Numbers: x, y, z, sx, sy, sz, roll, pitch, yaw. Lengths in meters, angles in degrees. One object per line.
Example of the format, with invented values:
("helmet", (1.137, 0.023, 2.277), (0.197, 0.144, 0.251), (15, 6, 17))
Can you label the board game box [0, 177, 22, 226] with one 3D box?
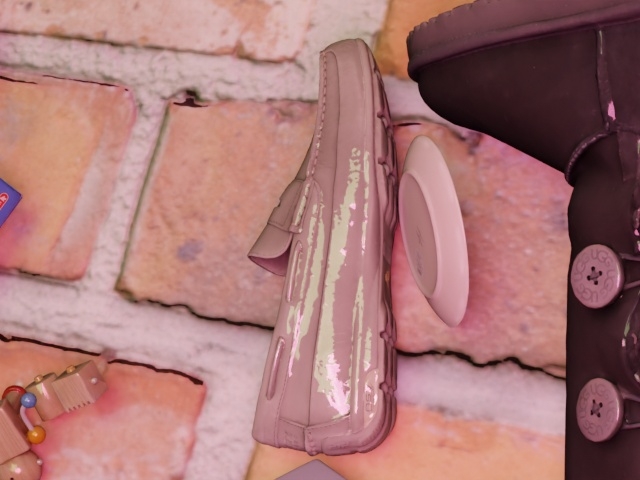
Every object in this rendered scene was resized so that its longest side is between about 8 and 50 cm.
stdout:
("board game box", (-0.428, 0.029, 1.178), (0.078, 0.233, 0.347), (3, 55, 56))

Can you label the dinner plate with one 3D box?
("dinner plate", (0.077, -0.006, 1.100), (0.017, 0.141, 0.141), (-11, 66, -10))

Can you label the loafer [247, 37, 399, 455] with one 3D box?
("loafer", (0.000, 0.000, 1.139), (0.112, 0.112, 0.319), (-1, 71, 10))

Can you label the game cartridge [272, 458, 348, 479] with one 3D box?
("game cartridge", (-0.059, 0.281, 1.017), (0.297, 0.062, 0.198), (-39, 36, -21))

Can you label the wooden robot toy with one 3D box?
("wooden robot toy", (-0.236, 0.159, 1.205), (0.173, 0.076, 0.079), (-27, 100, 9))

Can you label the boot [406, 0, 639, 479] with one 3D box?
("boot", (0.190, 0.054, 1.021), (0.146, 0.367, 0.445), (-6, 89, -24))
